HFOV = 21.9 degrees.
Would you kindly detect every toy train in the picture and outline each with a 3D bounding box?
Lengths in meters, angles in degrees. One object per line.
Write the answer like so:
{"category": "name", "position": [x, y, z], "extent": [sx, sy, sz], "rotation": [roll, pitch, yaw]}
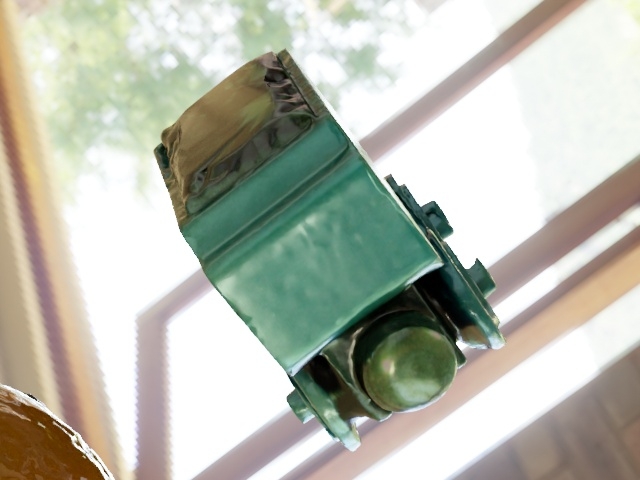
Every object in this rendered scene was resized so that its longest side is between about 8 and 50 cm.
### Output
{"category": "toy train", "position": [0.000, 0.000, 0.754], "extent": [0.154, 0.107, 0.198], "rotation": [52, -176, -24]}

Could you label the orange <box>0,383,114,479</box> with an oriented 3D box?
{"category": "orange", "position": [-0.146, 0.125, 0.547], "extent": [0.177, 0.177, 0.155], "rotation": [-106, -2, -54]}

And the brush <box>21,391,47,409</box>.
{"category": "brush", "position": [-0.281, 0.135, 1.041], "extent": [0.071, 0.084, 0.301], "rotation": [22, -174, 28]}
